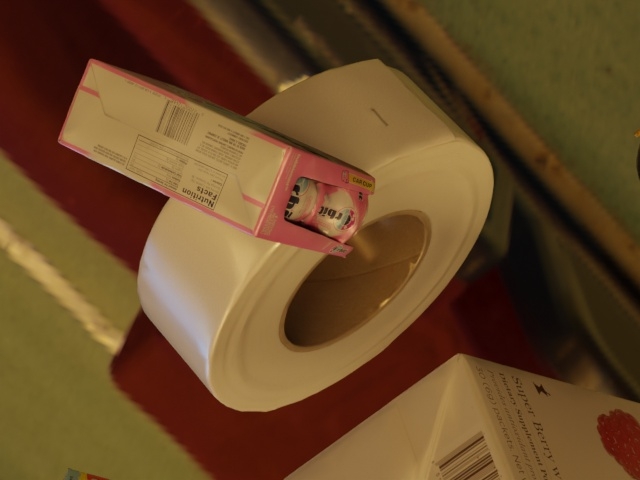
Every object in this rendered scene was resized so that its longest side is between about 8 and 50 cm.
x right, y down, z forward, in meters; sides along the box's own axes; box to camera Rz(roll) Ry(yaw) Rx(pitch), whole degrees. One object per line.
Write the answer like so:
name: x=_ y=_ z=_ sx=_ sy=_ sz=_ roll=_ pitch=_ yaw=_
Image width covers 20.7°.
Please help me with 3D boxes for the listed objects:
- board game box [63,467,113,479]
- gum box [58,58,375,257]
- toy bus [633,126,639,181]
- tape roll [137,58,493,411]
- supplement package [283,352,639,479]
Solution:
board game box: x=-0.134 y=0.344 z=1.659 sx=0.275 sy=0.144 sz=0.142 roll=14 pitch=133 yaw=5
gum box: x=-0.064 y=-0.052 z=1.144 sx=0.188 sy=0.107 sz=0.062 roll=26 pitch=96 yaw=32
toy bus: x=0.380 y=-0.077 z=1.379 sx=0.149 sy=0.220 sz=0.211 roll=19 pitch=121 yaw=-26
tape roll: x=0.000 y=0.000 z=1.367 sx=0.100 sy=0.286 sz=0.286 roll=48 pitch=131 yaw=27
supplement package: x=0.152 y=0.215 z=1.203 sx=0.175 sy=0.178 sz=0.293 roll=-39 pitch=144 yaw=28
